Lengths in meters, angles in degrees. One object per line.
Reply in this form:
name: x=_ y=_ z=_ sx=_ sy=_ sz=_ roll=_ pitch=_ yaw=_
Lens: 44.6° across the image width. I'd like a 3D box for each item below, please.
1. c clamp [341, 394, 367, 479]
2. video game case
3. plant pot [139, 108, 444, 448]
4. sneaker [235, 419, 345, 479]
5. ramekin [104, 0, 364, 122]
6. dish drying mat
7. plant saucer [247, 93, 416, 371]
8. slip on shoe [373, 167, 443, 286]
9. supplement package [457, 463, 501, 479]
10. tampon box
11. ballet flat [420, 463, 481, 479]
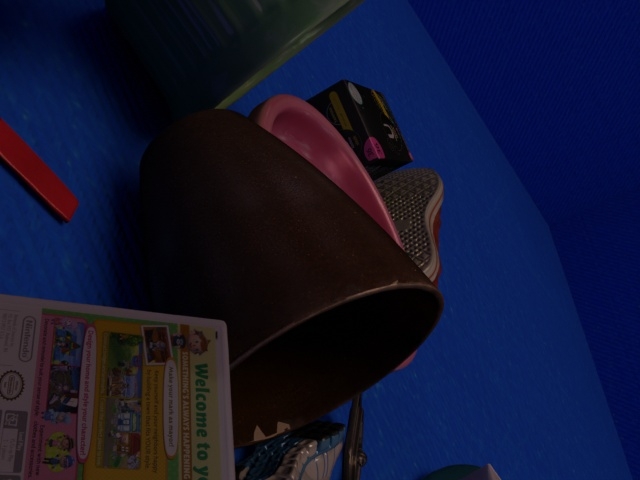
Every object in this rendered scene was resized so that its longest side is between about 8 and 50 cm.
c clamp: x=0.029 y=0.225 z=0.745 sx=0.160 sy=0.022 sz=0.137 roll=-73 pitch=161 yaw=-63
video game case: x=-0.136 y=0.124 z=0.391 sx=0.193 sy=0.023 sz=0.212 roll=10 pitch=49 yaw=-23
plant pot: x=-0.053 y=0.011 z=0.628 sx=0.215 sy=0.215 sz=0.230 roll=24 pitch=31 yaw=-58
sneaker: x=-0.027 y=0.206 z=0.643 sx=0.191 sy=0.071 sz=0.083 roll=-21 pitch=104 yaw=-68
ramekin: x=-0.058 y=-0.251 z=0.751 sx=0.148 sy=0.303 sz=0.303 roll=52 pitch=24 yaw=-10
dish drying mat: x=-0.209 y=-0.050 z=0.567 sx=0.083 sy=0.008 sz=0.032 roll=51 pitch=25 yaw=-28
plant saucer: x=0.000 y=0.000 z=0.882 sx=0.332 sy=0.084 sz=0.332 roll=47 pitch=28 yaw=-36
slip on shoe: x=0.128 y=-0.009 z=1.163 sx=0.331 sy=0.123 sz=0.101 roll=-83 pitch=164 yaw=-54
supplement package: x=0.097 y=0.332 z=0.510 sx=0.198 sy=0.199 sz=0.262 roll=54 pitch=12 yaw=-10
tampon box: x=0.044 y=-0.146 z=1.111 sx=0.120 sy=0.101 sz=0.161 roll=66 pitch=22 yaw=5
ballet flat: x=0.130 y=0.313 z=0.864 sx=0.248 sy=0.086 sz=0.086 roll=5 pitch=62 yaw=-63
